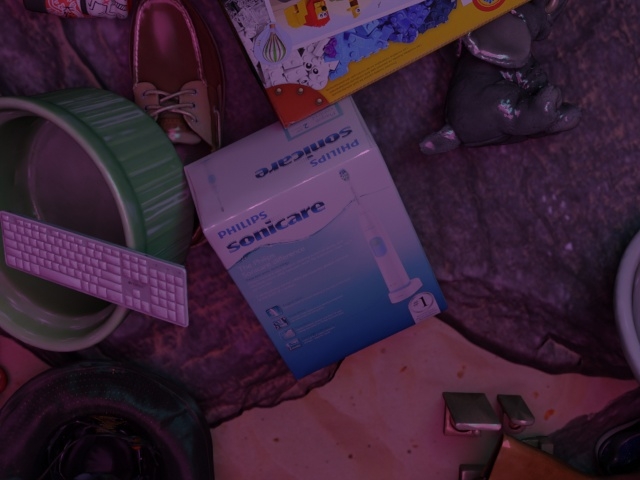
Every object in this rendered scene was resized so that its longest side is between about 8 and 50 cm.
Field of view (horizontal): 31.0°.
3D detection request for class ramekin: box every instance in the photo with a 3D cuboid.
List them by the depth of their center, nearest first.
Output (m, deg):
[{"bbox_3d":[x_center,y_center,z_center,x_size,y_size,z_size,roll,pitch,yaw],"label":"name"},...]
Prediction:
[{"bbox_3d":[-0.295,-0.036,1.363,0.303,0.148,0.303,12,114,28],"label":"ramekin"}]

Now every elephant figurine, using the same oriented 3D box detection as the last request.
[{"bbox_3d":[0.222,-0.241,1.416,0.169,0.186,0.239,-10,90,43],"label":"elephant figurine"}]

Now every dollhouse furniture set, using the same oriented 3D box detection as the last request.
[{"bbox_3d":[0.235,0.291,1.508,0.144,0.123,0.151,1,100,-2],"label":"dollhouse furniture set"}]

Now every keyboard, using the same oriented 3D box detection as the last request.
[{"bbox_3d":[-0.250,0.029,1.259,0.256,0.014,0.072,16,116,26],"label":"keyboard"}]

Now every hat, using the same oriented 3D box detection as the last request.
[{"bbox_3d":[-0.290,0.321,1.484,0.331,0.134,0.331,3,81,-16],"label":"hat"}]

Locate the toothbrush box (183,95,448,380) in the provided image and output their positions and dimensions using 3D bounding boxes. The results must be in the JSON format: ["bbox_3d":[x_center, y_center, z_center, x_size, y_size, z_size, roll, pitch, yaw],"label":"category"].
[{"bbox_3d":[0.000,0.000,1.380,0.216,0.126,0.295,-26,134,3],"label":"toothbrush box"}]

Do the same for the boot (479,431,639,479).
[{"bbox_3d":[0.350,0.295,1.464,0.280,0.096,0.264,23,117,-8],"label":"boot"}]

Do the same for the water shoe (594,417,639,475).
[{"bbox_3d":[0.465,0.255,1.531,0.203,0.080,0.073,-34,101,4],"label":"water shoe"}]

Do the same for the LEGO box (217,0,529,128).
[{"bbox_3d":[0.086,-0.417,1.268,0.500,0.193,0.372,-28,124,0],"label":"LEGO box"}]

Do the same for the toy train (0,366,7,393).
[{"bbox_3d":[-0.492,0.101,1.469,0.143,0.105,0.248,0,100,12],"label":"toy train"}]

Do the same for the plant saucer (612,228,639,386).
[{"bbox_3d":[0.536,0.138,1.432,0.400,0.400,0.100,7,145,-11],"label":"plant saucer"}]

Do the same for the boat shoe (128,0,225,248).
[{"bbox_3d":[-0.172,-0.146,1.419,0.123,0.116,0.324,-9,100,0],"label":"boat shoe"}]

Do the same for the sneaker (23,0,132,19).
[{"bbox_3d":[-0.271,-0.400,1.387,0.145,0.090,0.270,8,103,-4],"label":"sneaker"}]
